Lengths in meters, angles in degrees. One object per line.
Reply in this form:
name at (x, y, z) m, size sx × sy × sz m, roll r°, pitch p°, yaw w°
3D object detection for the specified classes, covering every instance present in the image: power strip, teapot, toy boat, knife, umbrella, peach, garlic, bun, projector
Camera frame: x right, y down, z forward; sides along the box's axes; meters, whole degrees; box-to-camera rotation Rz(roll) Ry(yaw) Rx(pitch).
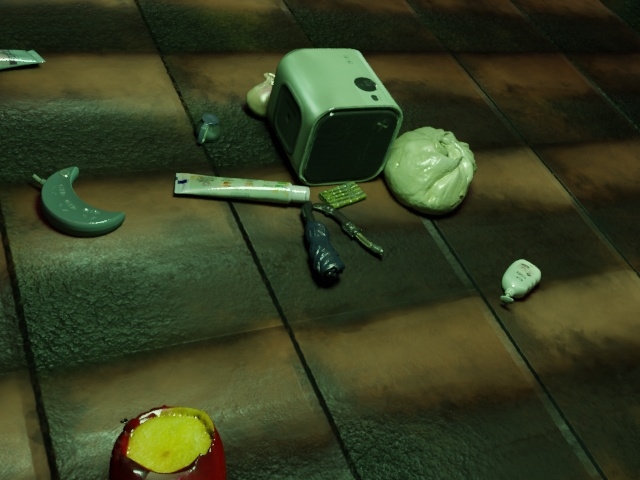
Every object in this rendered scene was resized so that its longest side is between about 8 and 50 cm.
power strip at (-0.532, -0.084, 1.686) m, size 0.216 × 0.044 × 0.137 m, roll 40°, pitch 46°, yaw 19°
teapot at (-0.284, -0.280, 1.972) m, size 0.066 × 0.057 × 0.088 m, roll 22°, pitch 42°, yaw 3°
toy boat at (0.055, -0.112, 1.957) m, size 0.115 × 0.016 × 0.063 m, roll -21°, pitch 57°, yaw -36°
knife at (0.068, -0.031, 1.874) m, size 0.222 × 0.021 × 0.045 m, roll 35°, pitch 59°, yaw 20°
umbrella at (-0.008, 0.001, 1.795) m, size 0.071 × 0.071 × 0.248 m, roll -1°, pitch 40°, yaw -22°
peach at (-0.236, 0.356, 1.224) m, size 0.196 × 0.190 × 0.226 m, roll 30°, pitch 48°, yaw -45°
garlic at (-0.119, -0.378, 2.119) m, size 0.174 × 0.099 × 0.124 m, roll -9°, pitch 69°, yaw -23°
bun at (0.284, -0.198, 2.030) m, size 0.259 × 0.160 × 0.259 m, roll 8°, pitch 44°, yaw -8°
projector at (0.028, -0.311, 1.980) m, size 0.249 × 0.248 × 0.249 m, roll -7°, pitch 49°, yaw -26°

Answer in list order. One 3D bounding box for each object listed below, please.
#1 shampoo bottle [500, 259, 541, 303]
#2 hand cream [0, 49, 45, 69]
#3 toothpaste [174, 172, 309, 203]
shampoo bottle at (0.463, 0.104, 1.869) m, size 0.077 × 0.045 × 0.152 m, roll 37°, pitch 46°, yaw 17°
hand cream at (-0.850, -0.434, 1.926) m, size 0.331 × 0.058 × 0.085 m, roll -13°, pitch 35°, yaw -37°
toothpaste at (-0.182, -0.121, 1.854) m, size 0.314 × 0.058 × 0.056 m, roll 5°, pitch 85°, yaw -10°
